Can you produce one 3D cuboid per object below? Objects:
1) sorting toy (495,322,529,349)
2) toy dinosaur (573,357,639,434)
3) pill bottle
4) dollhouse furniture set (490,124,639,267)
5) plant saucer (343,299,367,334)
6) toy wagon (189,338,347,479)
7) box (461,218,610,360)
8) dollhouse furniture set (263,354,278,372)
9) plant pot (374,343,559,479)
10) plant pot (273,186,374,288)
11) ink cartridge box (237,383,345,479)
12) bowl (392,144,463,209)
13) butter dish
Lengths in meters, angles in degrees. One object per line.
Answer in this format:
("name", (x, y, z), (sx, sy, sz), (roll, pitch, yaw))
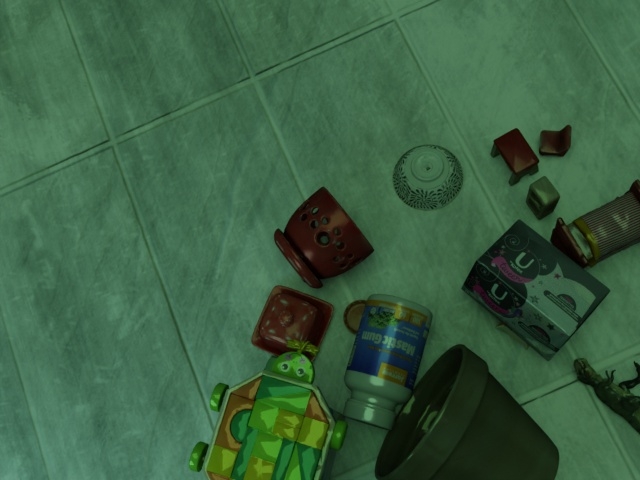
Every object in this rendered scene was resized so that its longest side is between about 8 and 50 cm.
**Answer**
("sorting toy", (0.448, 0.187, 1.808), (0.083, 0.045, 0.075), (35, 62, 16))
("toy dinosaur", (0.661, 0.334, 1.717), (0.118, 0.064, 0.268), (-43, 72, 10))
("pill bottle", (0.139, 0.266, 1.766), (0.152, 0.152, 0.272), (14, 76, 12))
("dollhouse furniture set", (0.566, -0.124, 1.817), (0.201, 0.152, 0.374), (-28, 72, -1))
("plant saucer", (0.094, 0.178, 1.871), (0.083, 0.013, 0.083), (-2, 74, 7))
("toy wagon", (-0.087, 0.350, 1.533), (0.267, 0.068, 0.344), (15, 78, 12))
("box", (0.458, 0.106, 1.748), (0.247, 0.142, 0.163), (41, 63, 18))
("dollhouse furniture set", (-0.109, 0.294, 1.799), (0.058, 0.151, 0.076), (28, 79, -28))
("plant pot", (0.313, 0.417, 1.638), (0.280, 0.323, 0.323), (33, 80, 0))
("plant pot", (0.000, 0.000, 1.847), (0.174, 0.191, 0.191), (-37, 72, -1))
("ink cartridge box", (-0.078, 0.426, 1.689), (0.198, 0.270, 0.197), (12, 77, 12))
("bowl", (0.253, -0.163, 1.914), (0.170, 0.080, 0.170), (-2, 73, 7))
("butter dish", (-0.071, 0.185, 1.839), (0.160, 0.118, 0.160), (20, 78, 13))
